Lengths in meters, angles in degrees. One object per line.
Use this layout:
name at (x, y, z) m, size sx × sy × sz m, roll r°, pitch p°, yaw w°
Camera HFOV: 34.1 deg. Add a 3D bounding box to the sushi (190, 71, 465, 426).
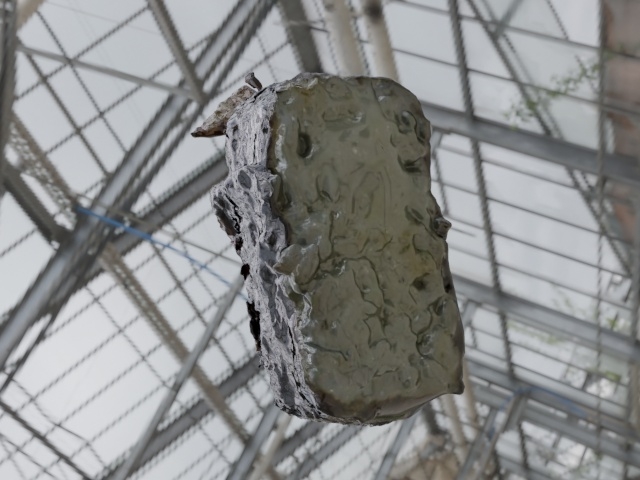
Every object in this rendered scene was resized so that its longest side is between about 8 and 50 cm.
sushi at (0.000, 0.000, 0.932) m, size 0.196 × 0.182 × 0.343 m, roll -7°, pitch -98°, yaw -40°
